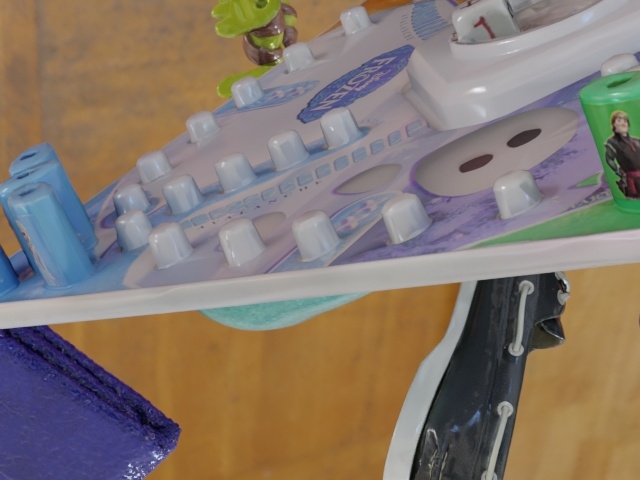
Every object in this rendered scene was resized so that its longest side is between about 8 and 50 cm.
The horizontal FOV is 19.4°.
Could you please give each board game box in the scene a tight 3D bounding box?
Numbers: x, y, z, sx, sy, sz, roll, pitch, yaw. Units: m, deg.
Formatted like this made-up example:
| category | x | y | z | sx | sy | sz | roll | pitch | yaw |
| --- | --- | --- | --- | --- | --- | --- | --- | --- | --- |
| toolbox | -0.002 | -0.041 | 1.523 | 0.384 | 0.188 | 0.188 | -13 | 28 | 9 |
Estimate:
| category | x | y | z | sx | sy | sz | roll | pitch | yaw |
| --- | --- | --- | --- | --- | --- | --- | --- | --- | --- |
| board game box | 0.090 | -0.094 | 0.747 | 0.390 | 0.390 | 0.050 | -40 | 114 | -43 |

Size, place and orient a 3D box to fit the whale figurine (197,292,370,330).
| category | x | y | z | sx | sy | sz | roll | pitch | yaw |
| --- | --- | --- | --- | --- | --- | --- | --- | --- | --- |
| whale figurine | 0.000 | 0.000 | 1.271 | 0.216 | 0.272 | 0.141 | -15 | 109 | -43 |

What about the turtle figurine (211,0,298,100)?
| category | x | y | z | sx | sy | sz | roll | pitch | yaw |
| --- | --- | --- | --- | --- | --- | --- | --- | --- | --- |
| turtle figurine | -0.039 | -0.110 | 1.570 | 0.087 | 0.269 | 0.217 | 6 | 167 | 8 |

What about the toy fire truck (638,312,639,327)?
| category | x | y | z | sx | sy | sz | roll | pitch | yaw |
| --- | --- | --- | --- | --- | --- | --- | --- | --- | --- |
| toy fire truck | 0.326 | 0.063 | 1.386 | 0.254 | 0.169 | 0.302 | -38 | 123 | -43 |

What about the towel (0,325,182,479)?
| category | x | y | z | sx | sy | sz | roll | pitch | yaw |
| --- | --- | --- | --- | --- | --- | --- | --- | --- | --- |
| towel | -0.305 | 0.196 | 1.822 | 0.228 | 0.076 | 0.308 | 36 | 130 | -20 |

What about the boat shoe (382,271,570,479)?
| category | x | y | z | sx | sy | sz | roll | pitch | yaw |
| --- | --- | --- | --- | --- | --- | --- | --- | --- | --- |
| boat shoe | 0.138 | 0.064 | 1.394 | 0.114 | 0.091 | 0.302 | 78 | 32 | -70 |
